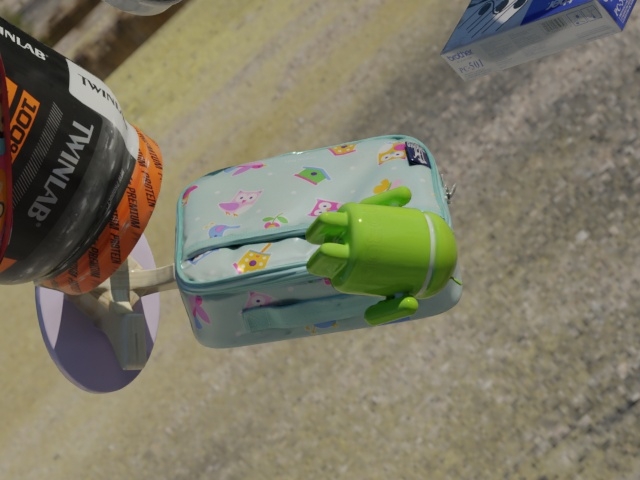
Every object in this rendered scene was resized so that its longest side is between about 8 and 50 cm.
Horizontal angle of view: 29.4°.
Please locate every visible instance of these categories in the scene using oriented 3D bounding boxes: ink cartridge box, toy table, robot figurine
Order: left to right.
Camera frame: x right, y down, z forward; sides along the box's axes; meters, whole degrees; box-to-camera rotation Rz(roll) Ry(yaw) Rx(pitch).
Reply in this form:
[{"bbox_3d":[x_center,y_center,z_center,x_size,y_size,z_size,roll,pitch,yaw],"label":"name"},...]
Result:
[{"bbox_3d":[-0.280,0.062,1.663,0.252,0.274,0.161,-12,-7,-30],"label":"toy table"},{"bbox_3d":[0.048,0.008,0.887,0.067,0.115,0.101,128,143,-59],"label":"robot figurine"},{"bbox_3d":[0.217,-0.225,1.185,0.207,0.046,0.097,-11,42,52],"label":"ink cartridge box"}]

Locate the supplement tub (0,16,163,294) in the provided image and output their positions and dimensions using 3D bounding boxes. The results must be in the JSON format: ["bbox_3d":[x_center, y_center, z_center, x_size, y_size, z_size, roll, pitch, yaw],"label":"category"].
[{"bbox_3d":[-0.312,-0.094,1.017,0.207,0.338,0.207,-31,43,35],"label":"supplement tub"}]

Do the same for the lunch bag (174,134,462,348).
[{"bbox_3d":[0.000,0.000,1.184,0.279,0.108,0.224,-11,31,4],"label":"lunch bag"}]

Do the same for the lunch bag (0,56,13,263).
[{"bbox_3d":[-0.326,0.001,0.775,0.120,0.258,0.293,24,40,24],"label":"lunch bag"}]

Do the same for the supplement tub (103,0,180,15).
[{"bbox_3d":[-0.130,-0.419,1.326,0.331,0.241,0.241,-32,24,34],"label":"supplement tub"}]
